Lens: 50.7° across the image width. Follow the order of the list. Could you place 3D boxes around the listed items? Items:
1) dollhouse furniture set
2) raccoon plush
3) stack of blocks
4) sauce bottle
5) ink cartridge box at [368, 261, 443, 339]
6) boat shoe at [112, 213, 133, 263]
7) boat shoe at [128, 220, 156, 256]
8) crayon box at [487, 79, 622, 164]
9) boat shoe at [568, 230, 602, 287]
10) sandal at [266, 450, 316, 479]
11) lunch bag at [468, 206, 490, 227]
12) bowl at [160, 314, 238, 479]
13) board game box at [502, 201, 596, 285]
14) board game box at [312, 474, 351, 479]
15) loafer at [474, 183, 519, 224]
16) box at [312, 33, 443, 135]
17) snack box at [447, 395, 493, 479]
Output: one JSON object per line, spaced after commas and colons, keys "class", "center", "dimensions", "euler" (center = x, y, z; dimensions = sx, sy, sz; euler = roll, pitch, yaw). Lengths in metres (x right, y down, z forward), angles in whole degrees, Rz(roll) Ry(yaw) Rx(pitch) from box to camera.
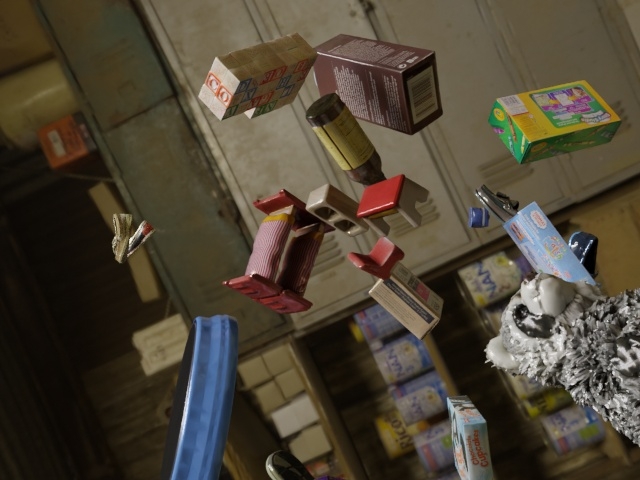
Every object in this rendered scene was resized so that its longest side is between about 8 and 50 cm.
{"class": "dollhouse furniture set", "center": [0.000, 0.000, 1.256], "dimensions": [0.152, 0.374, 0.201], "euler": [31, -119, -28]}
{"class": "raccoon plush", "center": [0.415, 0.237, 0.933], "dimensions": [0.299, 0.216, 0.446], "euler": [-22, 88, 60]}
{"class": "stack of blocks", "center": [-0.155, -0.392, 1.666], "dimensions": [0.087, 0.297, 0.171], "euler": [46, 135, 10]}
{"class": "sauce bottle", "center": [0.091, -0.236, 1.830], "dimensions": [0.344, 0.111, 0.111], "euler": [53, -172, -31]}
{"class": "ink cartridge box", "center": [0.248, 0.161, 1.910], "dimensions": [0.193, 0.088, 0.234], "euler": [41, -167, 4]}
{"class": "boat shoe", "center": [-0.481, -0.007, 1.622], "dimensions": [0.056, 0.048, 0.153], "euler": [113, 159, -44]}
{"class": "boat shoe", "center": [-0.527, 0.001, 1.928], "dimensions": [0.043, 0.137, 0.049], "euler": [45, -161, -5]}
{"class": "crayon box", "center": [0.590, -0.302, 1.708], "dimensions": [0.081, 0.278, 0.165], "euler": [97, 153, -52]}
{"class": "boat shoe", "center": [0.837, 0.104, 2.157], "dimensions": [0.089, 0.109, 0.258], "euler": [15, 116, 54]}
{"class": "sandal", "center": [-0.033, 0.658, 1.682], "dimensions": [0.303, 0.086, 0.120], "euler": [48, -157, 10]}
{"class": "lunch bag", "center": [0.523, -0.075, 2.218], "dimensions": [0.098, 0.065, 0.067], "euler": [-30, -58, -82]}
{"class": "bowl", "center": [-0.230, 0.326, 1.246], "dimensions": [0.391, 0.077, 0.391], "euler": [-169, 90, -78]}
{"class": "board game box", "center": [0.382, 0.019, 1.151], "dimensions": [0.160, 0.039, 0.211], "euler": [56, -174, 8]}
{"class": "board game box", "center": [0.076, 0.691, 1.455], "dimensions": [0.208, 0.056, 0.347], "euler": [41, -153, -58]}
{"class": "loafer", "center": [0.558, -0.073, 1.929], "dimensions": [0.267, 0.084, 0.096], "euler": [49, -156, 15]}
{"class": "box", "center": [0.150, -0.440, 1.878], "dimensions": [0.381, 0.143, 0.191], "euler": [27, 143, 43]}
{"class": "snack box", "center": [0.366, 0.505, 1.658], "dimensions": [0.322, 0.060, 0.187], "euler": [33, -130, -85]}
